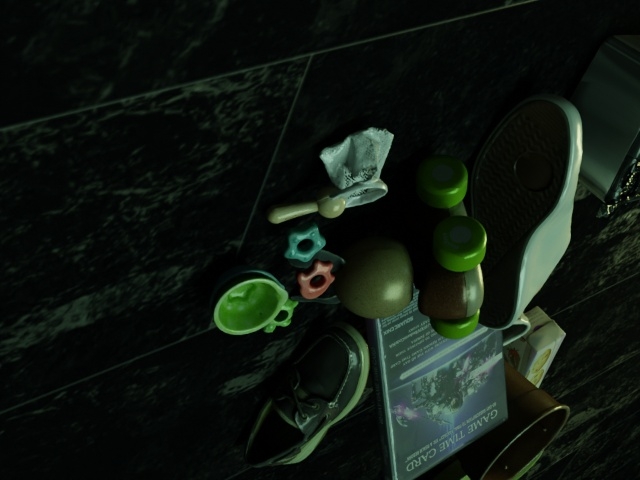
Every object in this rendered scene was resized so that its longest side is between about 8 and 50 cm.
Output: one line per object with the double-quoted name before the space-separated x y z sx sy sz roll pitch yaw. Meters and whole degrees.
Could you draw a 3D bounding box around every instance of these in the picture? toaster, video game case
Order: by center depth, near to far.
"toaster" 0.354 -0.131 1.449 0.186 0.110 0.168 -12 133 -48
"video game case" 0.137 0.129 1.504 0.196 0.026 0.274 -25 121 -34

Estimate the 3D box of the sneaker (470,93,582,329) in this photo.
"sneaker" 0.228 -0.046 1.425 0.123 0.106 0.290 -36 148 -45

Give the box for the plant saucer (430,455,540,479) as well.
"plant saucer" 0.233 0.366 1.999 0.241 0.037 0.241 -28 155 -14

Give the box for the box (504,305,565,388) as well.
"box" 0.282 0.226 1.964 0.067 0.063 0.324 -25 149 -30

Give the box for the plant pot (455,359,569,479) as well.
"plant pot" 0.216 0.224 1.748 0.167 0.165 0.167 -34 154 -20

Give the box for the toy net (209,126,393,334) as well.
"toy net" 0.000 0.000 1.189 0.122 0.045 0.232 29 110 -40

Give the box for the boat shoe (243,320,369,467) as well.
"boat shoe" -0.019 0.181 1.440 0.073 0.080 0.223 -23 153 -46

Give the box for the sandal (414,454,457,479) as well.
"sandal" 0.145 0.360 1.998 0.097 0.054 0.254 6 135 -48

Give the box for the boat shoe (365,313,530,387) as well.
"boat shoe" 0.153 0.130 1.600 0.268 0.088 0.096 -19 146 -42

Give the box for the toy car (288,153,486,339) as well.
"toy car" 0.061 0.020 1.303 0.189 0.149 0.155 -9 144 -4
